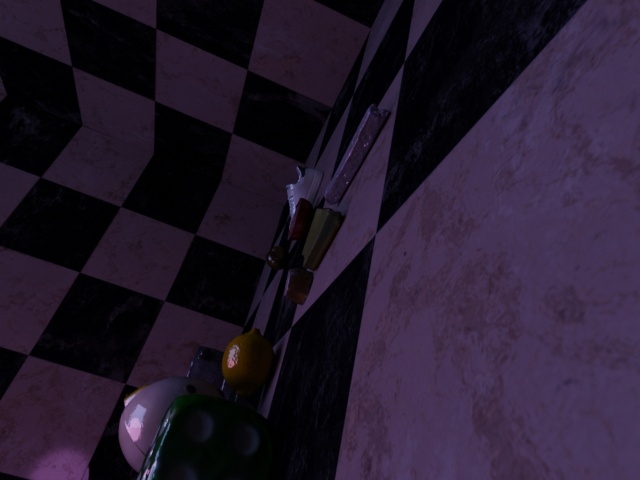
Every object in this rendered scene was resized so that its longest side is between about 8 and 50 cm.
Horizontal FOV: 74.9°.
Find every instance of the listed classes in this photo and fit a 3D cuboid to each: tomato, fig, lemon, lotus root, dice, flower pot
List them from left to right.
[{"bbox_3d":[-0.293,0.586,1.058,0.287,0.297,0.300,-54,17,44],"label":"dice"},{"bbox_3d":[-0.429,0.594,1.825,0.299,0.282,0.299,-161,90,-83],"label":"flower pot"},{"bbox_3d":[-0.258,0.434,1.490,0.187,0.186,0.244,151,128,-75],"label":"lemon"},{"bbox_3d":[-0.242,0.108,2.271,0.185,0.126,0.133,133,143,-56],"label":"fig"},{"bbox_3d":[-0.078,0.158,1.441,0.122,0.081,0.112,-108,33,-75],"label":"lotus root"},{"bbox_3d":[-0.093,-0.089,1.983,0.225,0.085,0.225,-162,90,-79],"label":"tomato"}]

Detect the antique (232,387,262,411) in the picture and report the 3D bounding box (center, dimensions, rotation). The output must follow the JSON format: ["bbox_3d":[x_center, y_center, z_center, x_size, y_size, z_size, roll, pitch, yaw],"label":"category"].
[{"bbox_3d":[-0.276,0.584,1.561,0.086,0.088,0.183,120,167,-48],"label":"antique"}]

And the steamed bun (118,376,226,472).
[{"bbox_3d":[-0.462,0.608,1.370,0.374,0.333,0.334,40,-117,-53],"label":"steamed bun"}]

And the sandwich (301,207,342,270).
[{"bbox_3d":[0.000,0.000,1.390,0.245,0.063,0.212,-154,82,-81],"label":"sandwich"}]

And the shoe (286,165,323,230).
[{"bbox_3d":[-0.119,-0.214,2.164,0.132,0.160,0.363,-173,105,-82],"label":"shoe"}]

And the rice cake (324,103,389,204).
[{"bbox_3d":[0.106,-0.270,1.351,0.070,0.064,0.399,-71,8,-47],"label":"rice cake"}]
